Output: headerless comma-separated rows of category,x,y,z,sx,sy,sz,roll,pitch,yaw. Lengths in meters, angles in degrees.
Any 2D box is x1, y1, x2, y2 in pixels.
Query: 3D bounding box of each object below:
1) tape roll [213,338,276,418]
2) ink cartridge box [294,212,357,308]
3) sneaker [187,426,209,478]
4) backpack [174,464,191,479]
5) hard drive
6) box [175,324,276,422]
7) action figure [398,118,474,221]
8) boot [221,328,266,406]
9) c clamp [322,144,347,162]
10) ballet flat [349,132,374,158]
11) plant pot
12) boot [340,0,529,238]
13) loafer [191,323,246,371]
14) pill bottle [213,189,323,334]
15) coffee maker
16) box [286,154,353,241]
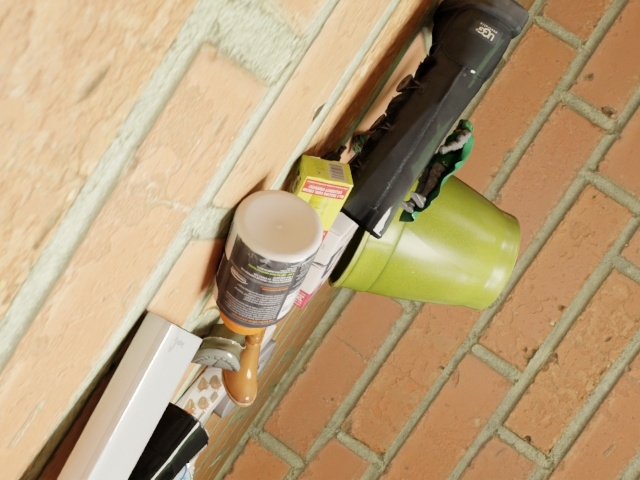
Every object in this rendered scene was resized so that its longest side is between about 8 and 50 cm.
tape roll,-0.195,0.311,1.851,0.219,0.072,0.219,-54,173,-10
ink cartridge box,0.000,0.000,1.629,0.172,0.100,0.237,-49,170,-47
sneaker,-0.352,0.588,1.896,0.292,0.118,0.110,-54,171,-19
backpack,-0.320,0.460,1.548,0.105,0.114,0.084,-48,150,-37
hard drive,-0.281,0.275,1.083,0.353,0.047,0.233,-63,174,-10
box,-0.212,0.288,1.677,0.324,0.063,0.067,-50,172,-35
action figure,0.224,-0.145,1.457,0.232,0.063,0.137,-53,-167,-29
boot,-0.141,0.213,1.544,0.152,0.073,0.197,125,-35,-50
c clamp,0.001,-0.111,1.463,0.160,0.022,0.137,-57,172,6
ballet flat,0.094,-0.182,1.605,0.070,0.070,0.188,-58,169,17
plant pot,0.249,-0.007,1.791,0.366,0.353,0.366,-160,-90,-83
boot,0.176,-0.224,1.443,0.445,0.146,0.367,-59,-179,4
loafer,-0.182,0.185,1.415,0.251,0.094,0.087,132,-30,-79
pill bottle,-0.089,0.047,1.176,0.130,0.130,0.245,-49,170,-39
coffee maker,-0.290,0.383,1.394,0.178,0.120,0.171,-52,171,-30
box,-0.028,-0.036,1.321,0.058,0.087,0.232,-100,-151,-43
